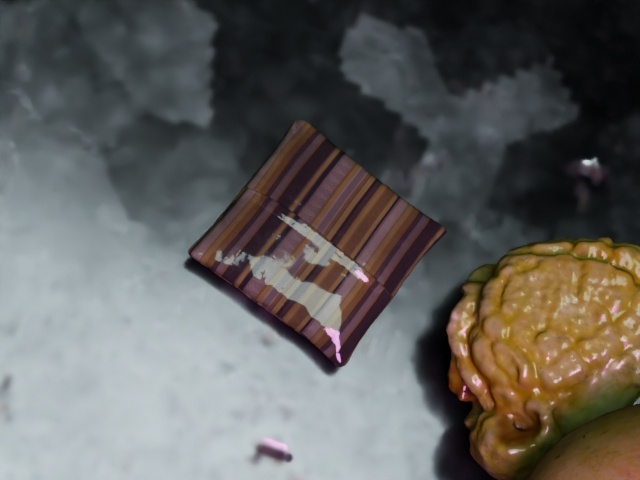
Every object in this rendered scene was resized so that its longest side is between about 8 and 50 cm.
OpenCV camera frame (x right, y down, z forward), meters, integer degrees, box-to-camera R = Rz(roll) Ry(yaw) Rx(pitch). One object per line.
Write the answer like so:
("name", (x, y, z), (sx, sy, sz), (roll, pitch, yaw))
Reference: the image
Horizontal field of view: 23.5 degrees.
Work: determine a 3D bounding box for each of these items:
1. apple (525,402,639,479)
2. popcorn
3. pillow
("apple", (0.346, 0.301, 1.468), (0.277, 0.319, 0.319), (-36, 81, 24))
("popcorn", (0.245, 0.105, 1.644), (0.286, 0.173, 0.225), (-36, 68, -7))
("pillow", (0.000, 0.000, 1.683), (0.212, 0.052, 0.208), (38, 68, 0))
